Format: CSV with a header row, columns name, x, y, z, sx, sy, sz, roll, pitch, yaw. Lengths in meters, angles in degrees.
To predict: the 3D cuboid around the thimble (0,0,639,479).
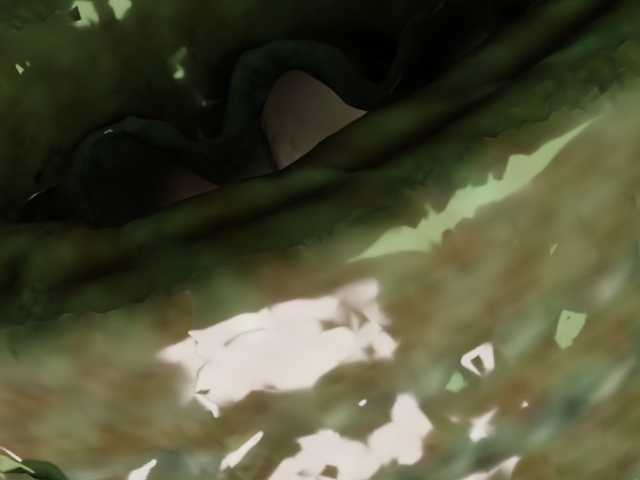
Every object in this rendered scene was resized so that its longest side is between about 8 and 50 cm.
name,x,y,z,sx,sy,sz,roll,pitch,yaw
thimble,0.006,0.000,0.437,0.229,0.196,0.148,-37,125,-14
